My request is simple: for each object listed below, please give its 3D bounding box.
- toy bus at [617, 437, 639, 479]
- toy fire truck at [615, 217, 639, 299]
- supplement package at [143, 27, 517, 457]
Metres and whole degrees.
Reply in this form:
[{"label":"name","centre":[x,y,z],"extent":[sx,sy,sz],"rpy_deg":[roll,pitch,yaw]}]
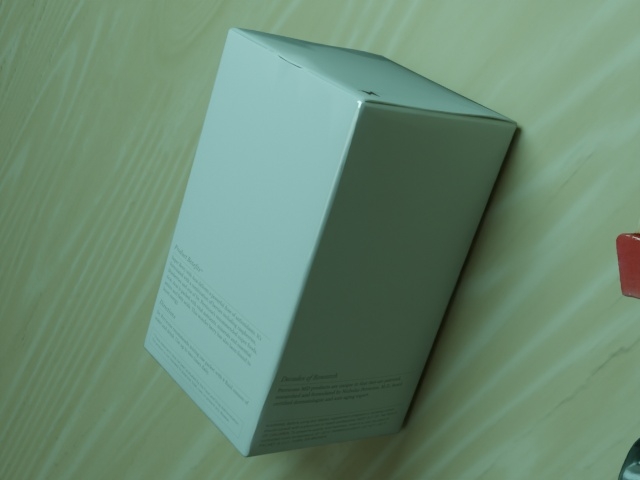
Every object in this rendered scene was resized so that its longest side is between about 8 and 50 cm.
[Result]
[{"label":"toy bus","centre":[0.260,0.176,0.541],"extent":[0.149,0.220,0.211],"rpy_deg":[8,129,33]},{"label":"toy fire truck","centre":[0.262,-0.051,0.618],"extent":[0.135,0.047,0.192],"rpy_deg":[8,95,49]},{"label":"supplement package","centre":[0.000,0.000,0.813],"extent":[0.177,0.175,0.293],"rpy_deg":[37,117,43]}]
